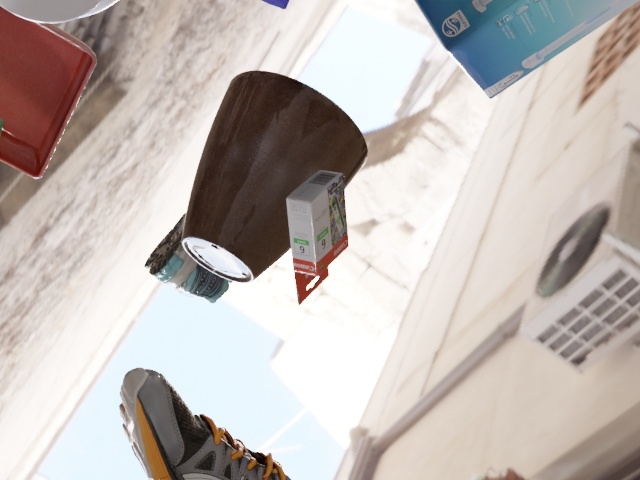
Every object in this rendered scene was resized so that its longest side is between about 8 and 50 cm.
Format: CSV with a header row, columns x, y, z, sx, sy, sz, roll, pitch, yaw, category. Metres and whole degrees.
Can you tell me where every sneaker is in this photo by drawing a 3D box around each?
x,y,z,sx,sy,sz,roll,pitch,yaw,category
-0.063,0.165,0.649,0.083,0.084,0.215,-33,-67,-10,sneaker
-0.204,0.042,1.537,0.122,0.110,0.283,39,-176,-13,sneaker

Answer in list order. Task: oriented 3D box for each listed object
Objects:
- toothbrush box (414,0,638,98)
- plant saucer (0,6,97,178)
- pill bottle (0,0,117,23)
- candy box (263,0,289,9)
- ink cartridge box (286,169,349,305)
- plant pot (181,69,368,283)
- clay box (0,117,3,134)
x,y,z,sx,sy,sz,roll,pitch,yaw,category
0.258,-0.308,1.058,0.126,0.295,0.216,63,-162,16,toothbrush box
-0.444,-0.232,1.283,0.258,0.259,0.048,29,-136,-13,plant saucer
-0.256,-0.337,0.956,0.181,0.181,0.323,17,-149,-19,pill bottle
-0.049,-0.449,1.191,0.122,0.268,0.317,19,-161,-10,candy box
0.000,0.000,0.891,0.029,0.115,0.063,11,-147,27,ink cartridge box
-0.082,-0.066,1.282,0.215,0.215,0.230,31,-112,-6,plant pot
-0.494,-0.071,1.219,0.127,0.222,0.053,18,-177,-30,clay box
